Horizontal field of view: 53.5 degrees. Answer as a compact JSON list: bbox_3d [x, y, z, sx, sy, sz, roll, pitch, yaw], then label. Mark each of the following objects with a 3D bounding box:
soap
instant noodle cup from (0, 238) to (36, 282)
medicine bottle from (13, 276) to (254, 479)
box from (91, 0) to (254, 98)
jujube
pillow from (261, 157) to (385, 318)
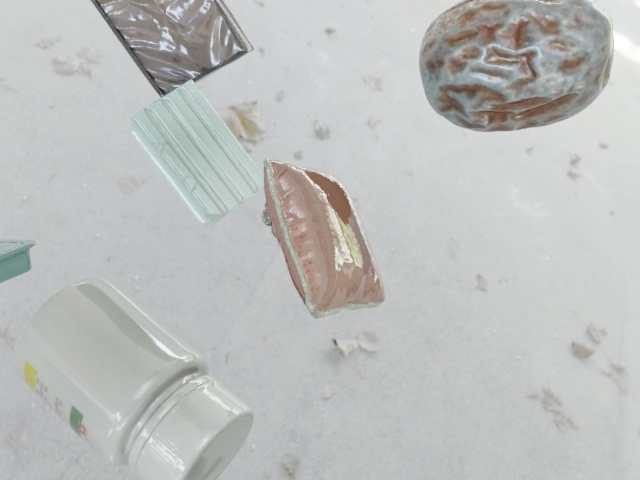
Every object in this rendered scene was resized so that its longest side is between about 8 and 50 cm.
[{"bbox_3d":[-0.187,-0.130,0.969,0.119,0.066,0.198,-40,98,-26],"label":"soap"},{"bbox_3d":[-0.709,0.056,1.353,0.179,0.157,0.070,-32,116,-53],"label":"instant noodle cup"},{"bbox_3d":[-0.284,0.230,0.982,0.339,0.208,0.208,35,45,19],"label":"medicine bottle"},{"bbox_3d":[-0.258,-0.390,1.092,0.252,0.188,0.153,59,9,-21],"label":"box"},{"bbox_3d":[0.333,-0.304,1.076,0.247,0.307,0.215,62,36,-27],"label":"jujube"},{"bbox_3d":[0.000,0.000,0.724,0.171,0.075,0.179,2,64,-60],"label":"pillow"}]
